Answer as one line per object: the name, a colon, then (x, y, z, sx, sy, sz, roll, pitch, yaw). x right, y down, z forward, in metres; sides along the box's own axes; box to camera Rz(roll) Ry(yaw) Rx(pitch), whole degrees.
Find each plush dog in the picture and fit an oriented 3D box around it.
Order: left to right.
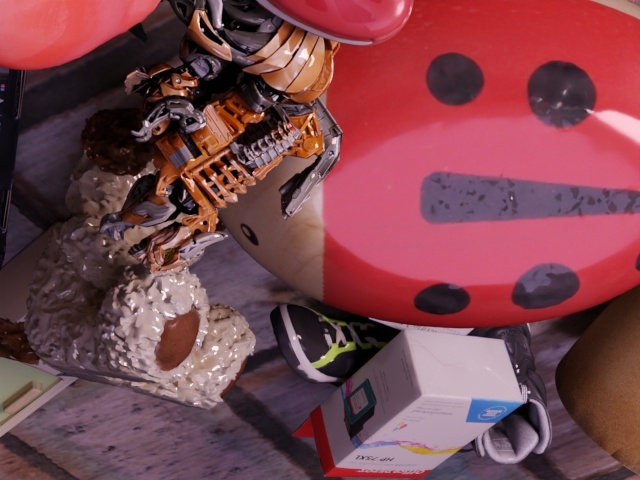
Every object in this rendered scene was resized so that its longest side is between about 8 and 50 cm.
plush dog: (-0.162, 0.005, 0.986, 0.210, 0.225, 0.262, 11, 167, 12)

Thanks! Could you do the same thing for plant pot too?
plant pot: (0.412, 0.098, 1.234, 0.237, 0.237, 0.254, 11, 121, -24)

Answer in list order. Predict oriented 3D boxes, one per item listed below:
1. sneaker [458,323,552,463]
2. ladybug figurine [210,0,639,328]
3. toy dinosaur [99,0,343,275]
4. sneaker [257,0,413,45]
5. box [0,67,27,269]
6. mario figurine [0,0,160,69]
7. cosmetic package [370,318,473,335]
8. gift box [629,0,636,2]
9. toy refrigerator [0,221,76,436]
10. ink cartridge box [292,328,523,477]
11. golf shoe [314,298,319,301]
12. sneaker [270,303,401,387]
sneaker: (0.184, 0.198, 1.324, 0.101, 0.153, 0.269, -3, 139, -9)
ladybug figurine: (0.129, -0.060, 0.939, 0.449, 0.162, 0.305, -3, 111, -2)
toy dinosaur: (-0.063, -0.139, 0.830, 0.218, 0.322, 0.164, 34, 162, -1)
sneaker: (-0.030, -0.196, 0.695, 0.221, 0.128, 0.087, 35, 92, -9)
box: (-0.384, -0.099, 0.915, 0.295, 0.073, 0.293, 4, 138, -17)
mario figurine: (-0.187, -0.218, 0.633, 0.170, 0.320, 0.198, -26, 137, 16)
cosmetic package: (0.153, 0.001, 1.146, 0.117, 0.085, 0.231, 21, 128, -32)
gift box: (0.084, -0.300, 0.647, 0.255, 0.258, 0.276, 24, 113, -37)
toy refrigerator: (-0.300, 0.106, 1.151, 0.269, 0.094, 0.102, -36, 133, 25)
ink cartridge box: (0.084, 0.186, 1.230, 0.134, 0.078, 0.231, 8, 142, -32)
golf shoe: (0.000, 0.000, 1.090, 0.094, 0.077, 0.198, 13, 163, 40)
sneaker: (0.041, 0.106, 1.251, 0.097, 0.084, 0.234, -36, 143, 20)
